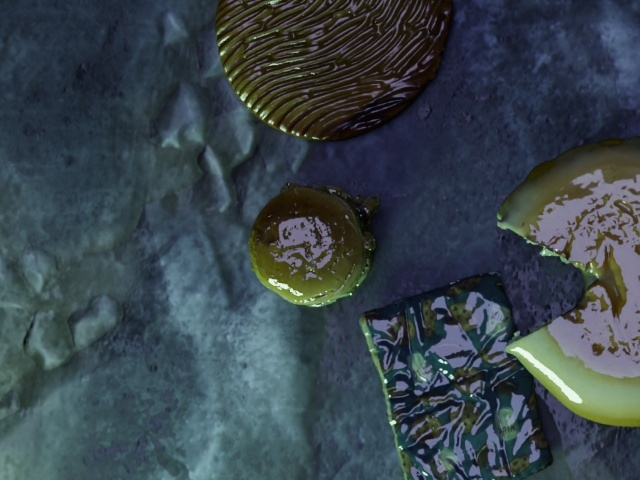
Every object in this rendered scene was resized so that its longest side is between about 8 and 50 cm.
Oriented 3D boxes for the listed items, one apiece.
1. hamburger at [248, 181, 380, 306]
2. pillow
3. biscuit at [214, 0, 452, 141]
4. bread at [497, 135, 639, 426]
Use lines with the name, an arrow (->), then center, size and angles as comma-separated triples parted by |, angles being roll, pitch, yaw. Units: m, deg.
hamburger -> 0.000, 0.000, 1.907 | 0.185, 0.131, 0.159 | -37, 78, 6
pillow -> 0.165, 0.181, 1.886 | 0.189, 0.034, 0.255 | -18, 77, 13
biscuit -> 0.013, -0.284, 1.987 | 0.318, 0.040, 0.318 | -2, 82, 17
bread -> 0.360, 0.047, 1.774 | 0.333, 0.160, 0.333 | -2, 85, 17
